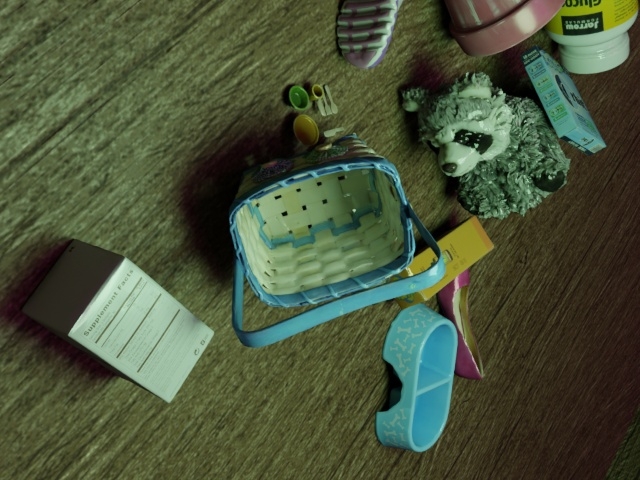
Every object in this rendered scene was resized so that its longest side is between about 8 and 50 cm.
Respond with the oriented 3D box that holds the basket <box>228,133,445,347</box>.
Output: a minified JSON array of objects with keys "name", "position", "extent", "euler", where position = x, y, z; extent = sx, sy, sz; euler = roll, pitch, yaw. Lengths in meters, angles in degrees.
[{"name":"basket","position":[0.000,0.000,0.951],"extent":[0.255,0.289,0.201],"euler":[-19,129,0]}]

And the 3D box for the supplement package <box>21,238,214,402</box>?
[{"name":"supplement package","position":[-0.232,0.096,0.872],"extent":[0.105,0.105,0.179],"euler":[-58,137,-19]}]

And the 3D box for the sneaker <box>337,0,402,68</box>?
[{"name":"sneaker","position":[0.096,-0.373,1.120],"extent":[0.104,0.095,0.236],"euler":[1,100,-57]}]

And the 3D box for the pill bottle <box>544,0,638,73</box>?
[{"name":"pill bottle","position":[0.538,-0.517,1.502],"extent":[0.188,0.188,0.334],"euler":[-46,132,-30]}]

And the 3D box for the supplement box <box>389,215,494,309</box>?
[{"name":"supplement box","position":[0.221,0.039,1.383],"extent":[0.233,0.080,0.078],"euler":[-30,89,-41]}]

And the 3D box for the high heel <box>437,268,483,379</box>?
[{"name":"high heel","position":[0.291,0.152,1.483],"extent":[0.082,0.117,0.244],"euler":[6,97,-50]}]

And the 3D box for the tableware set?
[{"name":"tableware set","position":[0.007,-0.157,1.089],"extent":[0.104,0.024,0.154],"euler":[-21,94,-43]}]

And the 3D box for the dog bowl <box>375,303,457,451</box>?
[{"name":"dog bowl","position":[0.191,0.272,1.441],"extent":[0.166,0.074,0.297],"euler":[-8,107,-47]}]

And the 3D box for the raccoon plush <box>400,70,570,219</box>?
[{"name":"raccoon plush","position":[0.295,-0.249,1.378],"extent":[0.299,0.216,0.446],"euler":[50,32,-28]}]

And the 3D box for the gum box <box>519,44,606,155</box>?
[{"name":"gum box","position":[0.456,-0.261,1.397],"extent":[0.157,0.041,0.184],"euler":[11,54,-50]}]

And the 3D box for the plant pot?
[{"name":"plant pot","position":[0.281,-0.439,1.243],"extent":[0.180,0.201,0.201],"euler":[48,65,-28]}]

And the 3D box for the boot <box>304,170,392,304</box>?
[{"name":"boot","position":[0.035,-0.016,1.179],"extent":[0.161,0.083,0.246],"euler":[-2,97,-41]}]
